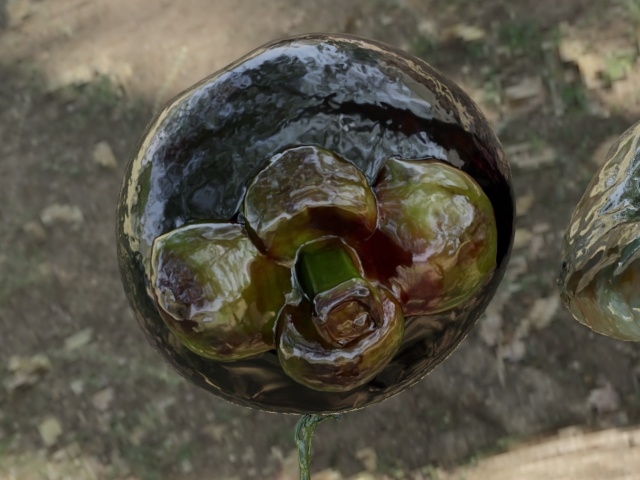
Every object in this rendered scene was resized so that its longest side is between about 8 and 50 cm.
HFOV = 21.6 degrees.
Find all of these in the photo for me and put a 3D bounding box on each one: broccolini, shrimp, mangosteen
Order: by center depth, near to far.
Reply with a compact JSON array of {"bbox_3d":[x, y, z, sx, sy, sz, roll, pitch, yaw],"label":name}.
[{"bbox_3d":[0.263,-0.050,1.045,0.360,0.085,0.247,-24,38,63],"label":"shrimp"},{"bbox_3d":[0.000,0.000,1.108,0.275,0.275,0.302,-20,17,-1],"label":"mangosteen"},{"bbox_3d":[-0.004,0.231,1.729,0.052,0.194,0.054,9,13,12],"label":"broccolini"}]
